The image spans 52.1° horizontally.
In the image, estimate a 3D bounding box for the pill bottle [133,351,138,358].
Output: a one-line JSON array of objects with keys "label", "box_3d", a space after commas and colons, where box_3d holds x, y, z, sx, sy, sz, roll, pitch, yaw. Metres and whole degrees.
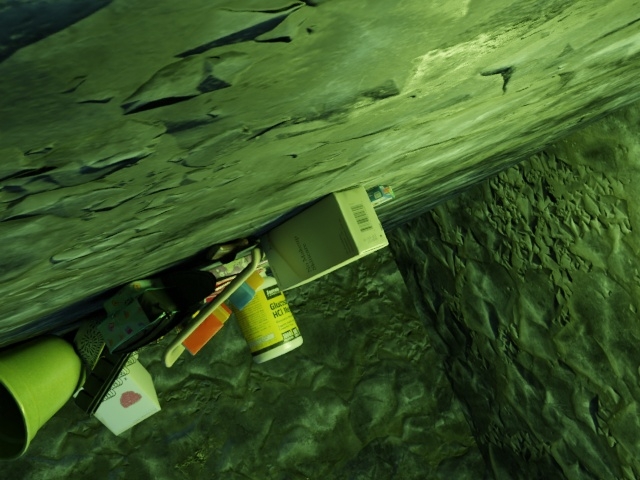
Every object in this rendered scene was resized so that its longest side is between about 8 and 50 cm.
[{"label": "pill bottle", "box_3d": [-0.783, 0.395, 2.266, 0.265, 0.153, 0.153, -23, 176, -13]}]

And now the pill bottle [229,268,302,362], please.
[{"label": "pill bottle", "box_3d": [-0.209, 0.248, 2.323, 0.188, 0.333, 0.188, -24, 176, -2]}]

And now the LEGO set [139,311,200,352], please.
[{"label": "LEGO set", "box_3d": [-0.470, 0.280, 2.265, 0.331, 0.192, 0.255, -25, 175, 18]}]

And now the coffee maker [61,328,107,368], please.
[{"label": "coffee maker", "box_3d": [-0.674, 0.304, 1.970, 0.178, 0.120, 0.171, -24, 175, 1]}]

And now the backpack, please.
[{"label": "backpack", "box_3d": [-0.430, 0.179, 1.542, 0.188, 0.144, 0.166, -43, 171, 15]}]

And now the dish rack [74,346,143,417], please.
[{"label": "dish rack", "box_3d": [-0.580, 0.366, 1.844, 0.208, 0.074, 0.271, -57, 178, -2]}]

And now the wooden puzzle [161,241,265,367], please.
[{"label": "wooden puzzle", "box_3d": [-0.246, 0.165, 1.671, 0.348, 0.080, 0.322, -49, -177, 2]}]

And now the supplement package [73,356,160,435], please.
[{"label": "supplement package", "box_3d": [-0.683, 0.467, 2.150, 0.178, 0.175, 0.292, -31, 133, -6]}]

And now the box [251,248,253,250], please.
[{"label": "box", "box_3d": [-0.129, 0.013, 1.924, 0.094, 0.027, 0.137, -24, 176, 25]}]

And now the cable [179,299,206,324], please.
[{"label": "cable", "box_3d": [-0.442, 0.195, 1.848, 0.257, 0.089, 0.257, -20, -171, 39]}]

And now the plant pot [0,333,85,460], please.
[{"label": "plant pot", "box_3d": [-0.759, 0.372, 1.680, 0.276, 0.276, 0.254, -26, -173, 31]}]

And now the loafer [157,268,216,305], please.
[{"label": "loafer", "box_3d": [-0.383, 0.123, 1.650, 0.268, 0.096, 0.084, -18, -163, 10]}]

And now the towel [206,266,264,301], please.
[{"label": "towel", "box_3d": [-0.320, 0.155, 2.054, 0.199, 0.031, 0.275, -20, 174, -42]}]

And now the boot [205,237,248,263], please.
[{"label": "boot", "box_3d": [-0.237, 0.034, 1.539, 0.106, 0.037, 0.114, -42, 169, 32]}]

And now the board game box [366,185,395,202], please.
[{"label": "board game box", "box_3d": [0.093, -0.091, 1.777, 0.201, 0.035, 0.136, -25, 175, 18]}]

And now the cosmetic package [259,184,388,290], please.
[{"label": "cosmetic package", "box_3d": [0.000, 0.000, 1.601, 0.113, 0.160, 0.309, -18, 172, -45]}]

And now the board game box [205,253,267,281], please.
[{"label": "board game box", "box_3d": [-0.234, 0.081, 2.088, 0.347, 0.056, 0.208, -21, 171, -27]}]

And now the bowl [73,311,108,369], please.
[{"label": "bowl", "box_3d": [-0.622, 0.259, 1.789, 0.170, 0.080, 0.170, -58, -166, 23]}]
